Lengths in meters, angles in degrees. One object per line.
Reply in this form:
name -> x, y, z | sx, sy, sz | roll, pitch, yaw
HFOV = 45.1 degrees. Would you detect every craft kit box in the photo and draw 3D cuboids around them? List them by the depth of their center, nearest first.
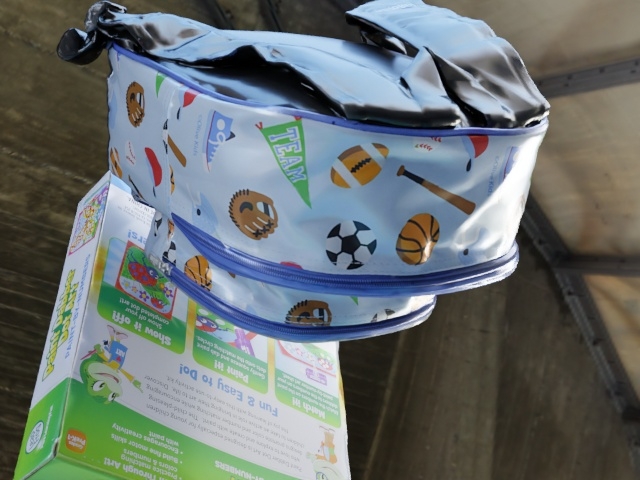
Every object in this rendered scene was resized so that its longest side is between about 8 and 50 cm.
craft kit box -> -0.082, 0.100, 0.582 | 0.250, 0.061, 0.246 | 33, -148, -31

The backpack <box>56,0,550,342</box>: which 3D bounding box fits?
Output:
backpack -> 0.002, -0.050, 0.508 | 0.277, 0.263, 0.213 | -12, -69, -30
